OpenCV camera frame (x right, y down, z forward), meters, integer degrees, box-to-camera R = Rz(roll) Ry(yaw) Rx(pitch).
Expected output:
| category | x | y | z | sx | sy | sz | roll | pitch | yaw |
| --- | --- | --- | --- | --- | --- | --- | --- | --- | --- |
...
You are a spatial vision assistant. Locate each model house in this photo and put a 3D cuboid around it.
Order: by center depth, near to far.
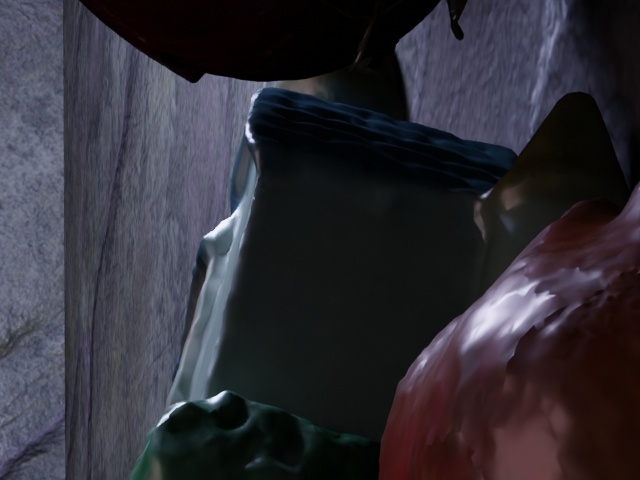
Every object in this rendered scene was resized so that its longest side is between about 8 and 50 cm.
| category | x | y | z | sx | sy | sz | roll | pitch | yaw |
| --- | --- | --- | --- | --- | --- | --- | --- | --- | --- |
| model house | 0.032 | 0.042 | 0.810 | 0.267 | 0.194 | 0.325 | 107 | 173 | -58 |

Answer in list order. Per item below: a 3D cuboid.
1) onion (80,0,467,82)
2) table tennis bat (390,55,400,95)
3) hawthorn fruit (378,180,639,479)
| category | x | y | z | sx | sy | sz | roll | pitch | yaw |
| --- | --- | --- | --- | --- | --- | --- | --- | --- | --- |
| onion | -0.032 | -0.219 | 0.758 | 0.314 | 0.232 | 0.314 | -36 | -47 | -51 |
| table tennis bat | 0.000 | 0.000 | 1.192 | 0.310 | 0.038 | 0.200 | 111 | 157 | -48 |
| hawthorn fruit | 0.104 | 0.082 | 0.427 | 0.179 | 0.179 | 0.200 | 135 | 122 | -72 |
